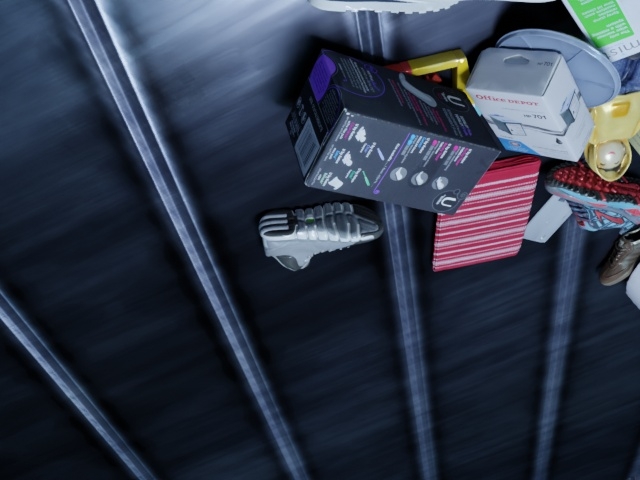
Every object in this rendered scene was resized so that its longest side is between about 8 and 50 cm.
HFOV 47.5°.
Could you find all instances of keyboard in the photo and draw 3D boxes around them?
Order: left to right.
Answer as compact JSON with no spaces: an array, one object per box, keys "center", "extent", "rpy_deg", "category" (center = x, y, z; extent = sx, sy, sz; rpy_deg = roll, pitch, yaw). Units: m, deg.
[{"center":[0.501,-0.088,1.471],"extent":[0.072,0.014,0.256],"rpy_deg":[15,129,-23],"category":"keyboard"}]

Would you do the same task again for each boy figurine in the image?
[{"center":[0.509,-0.227,1.266],"extent":[0.177,0.092,0.285],"rpy_deg":[-8,133,-9],"category":"boy figurine"}]

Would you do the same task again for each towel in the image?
[{"center":[0.321,-0.050,1.441],"extent":[0.199,0.031,0.275],"rpy_deg":[-11,138,-6],"category":"towel"}]

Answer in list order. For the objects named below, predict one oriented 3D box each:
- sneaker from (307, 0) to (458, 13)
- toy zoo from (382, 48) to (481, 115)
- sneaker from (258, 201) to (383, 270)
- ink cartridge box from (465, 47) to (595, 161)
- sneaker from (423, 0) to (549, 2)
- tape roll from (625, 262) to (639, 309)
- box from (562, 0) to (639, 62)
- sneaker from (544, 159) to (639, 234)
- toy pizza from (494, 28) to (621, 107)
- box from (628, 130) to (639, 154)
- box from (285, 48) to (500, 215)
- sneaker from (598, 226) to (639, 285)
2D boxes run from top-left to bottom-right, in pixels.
[{"center":[0.096,-0.369,0.999],"extent":[0.235,0.090,0.095],"rpy_deg":[-6,123,-15],"category":"sneaker"},{"center":[0.141,-0.211,1.215],"extent":[0.293,0.030,0.192],"rpy_deg":[-14,138,-2],"category":"toy zoo"},{"center":[0.000,0.000,1.370],"extent":[0.229,0.086,0.132],"rpy_deg":[0,141,-3],"category":"sneaker"},{"center":[0.339,-0.217,1.169],"extent":[0.191,0.139,0.082],"rpy_deg":[36,76,-47],"category":"ink cartridge box"},{"center":[0.192,-0.429,0.914],"extent":[0.323,0.236,0.130],"rpy_deg":[13,158,16],"category":"sneaker"},{"center":[0.831,0.069,1.624],"extent":[0.286,0.100,0.286],"rpy_deg":[-21,144,-16],"category":"tape roll"},{"center":[0.467,-0.396,0.992],"extent":[0.262,0.127,0.231],"rpy_deg":[-16,143,35],"category":"box"},{"center":[0.533,-0.065,1.417],"extent":[0.262,0.104,0.125],"rpy_deg":[13,132,-21],"category":"sneaker"},{"center":[0.370,-0.273,1.135],"extent":[0.201,0.201,0.032],"rpy_deg":[37,76,-41],"category":"toy pizza"},{"center":[0.671,-0.212,1.238],"extent":[0.117,0.213,0.243],"rpy_deg":[5,133,-21],"category":"box"},{"center":[0.106,-0.160,1.111],"extent":[0.270,0.165,0.143],"rpy_deg":[10,131,-25],"category":"box"},{"center":[0.676,0.019,1.611],"extent":[0.071,0.066,0.188],"rpy_deg":[30,117,-19],"category":"sneaker"}]
